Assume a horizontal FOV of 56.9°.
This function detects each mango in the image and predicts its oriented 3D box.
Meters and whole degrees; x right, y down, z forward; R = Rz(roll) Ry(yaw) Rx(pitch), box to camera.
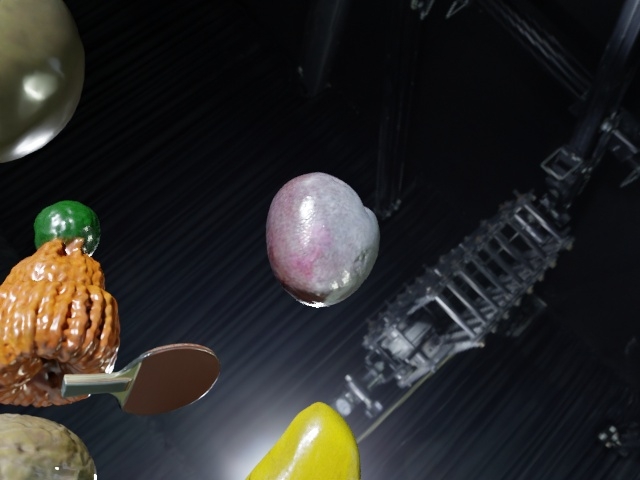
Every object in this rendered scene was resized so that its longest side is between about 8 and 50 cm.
[{"bbox_3d":[-0.041,0.442,0.957,0.195,0.332,0.142,42,-11,-10],"label":"mango"}]

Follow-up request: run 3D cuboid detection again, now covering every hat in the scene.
[{"bbox_3d":[-0.554,0.109,1.165,0.285,0.285,0.400,85,-14,-60],"label":"hat"}]

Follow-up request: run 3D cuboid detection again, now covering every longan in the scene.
[{"bbox_3d":[-0.355,-0.195,0.639,0.196,0.196,0.220,135,-49,-71],"label":"longan"}]

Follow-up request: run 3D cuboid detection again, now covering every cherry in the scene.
[{"bbox_3d":[0.001,0.004,0.780,0.140,0.176,0.176,-1,-49,37],"label":"cherry"}]

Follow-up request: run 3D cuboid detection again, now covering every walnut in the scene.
[{"bbox_3d":[-0.404,0.310,0.761,0.178,0.178,0.230,29,-10,47],"label":"walnut"}]

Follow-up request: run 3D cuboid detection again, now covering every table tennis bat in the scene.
[{"bbox_3d":[-0.238,0.192,0.805,0.019,0.220,0.130,49,-58,42],"label":"table tennis bat"}]
